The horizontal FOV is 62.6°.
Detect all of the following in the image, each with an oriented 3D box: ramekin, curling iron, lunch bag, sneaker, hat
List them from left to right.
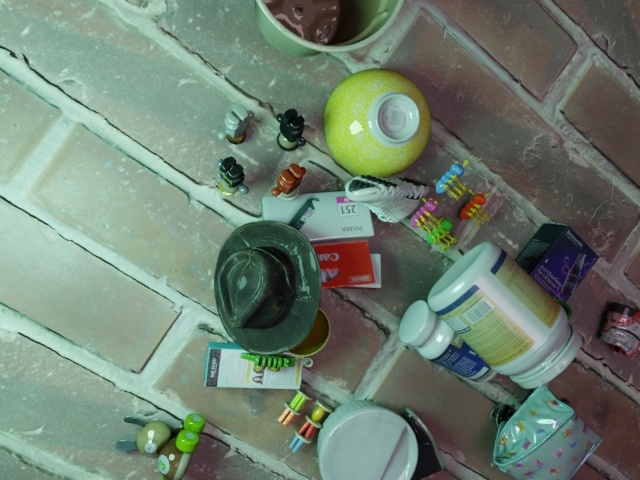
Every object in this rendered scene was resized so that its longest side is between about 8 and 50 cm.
[{"bbox_3d":[-0.154,0.117,1.214,0.332,0.134,0.331,2,94,24],"label":"hat"},{"bbox_3d":[0.115,0.559,1.416,0.273,0.127,0.272,-1,95,-14],"label":"ramekin"},{"bbox_3d":[0.170,-0.099,1.330,0.292,0.110,0.118,-2,113,-45],"label":"sneaker"},{"bbox_3d":[0.261,0.585,1.480,0.118,0.083,0.222,-30,103,-10],"label":"sneaker"},{"bbox_3d":[0.640,0.513,1.596,0.274,0.035,0.068,-4,97,-14],"label":"curling iron"},{"bbox_3d":[0.640,0.588,1.519,0.223,0.160,0.262,40,93,-29],"label":"lunch bag"},{"bbox_3d":[1.000,0.302,1.643,0.270,0.090,0.144,21,91,-12],"label":"sneaker"}]

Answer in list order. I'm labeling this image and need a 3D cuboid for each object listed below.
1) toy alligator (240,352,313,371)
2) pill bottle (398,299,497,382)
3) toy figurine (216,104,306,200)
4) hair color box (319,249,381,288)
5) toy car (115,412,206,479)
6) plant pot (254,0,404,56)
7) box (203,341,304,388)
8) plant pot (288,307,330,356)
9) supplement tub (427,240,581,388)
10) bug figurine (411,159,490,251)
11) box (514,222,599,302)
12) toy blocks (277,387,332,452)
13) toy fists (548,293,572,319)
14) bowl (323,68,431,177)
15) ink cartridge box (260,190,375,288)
[{"bbox_3d":[-0.102,0.300,1.307,0.190,0.051,0.056,10,93,-16],"label":"toy alligator"},{"bbox_3d":[0.357,0.272,1.436,0.265,0.153,0.153,27,89,-16],"label":"pill bottle"},{"bbox_3d":[-0.138,-0.203,1.247,0.210,0.148,0.212,2,77,-9],"label":"toy figurine"},{"bbox_3d":[0.072,0.079,1.382,0.167,0.053,0.093,5,77,-16],"label":"hair color box"},{"bbox_3d":[-0.399,0.495,1.276,0.189,0.149,0.154,21,101,-5],"label":"toy car"},{"bbox_3d":[-0.016,-0.555,1.173,0.334,0.305,0.333,-2,96,-14],"label":"plant pot"},{"bbox_3d":[-0.170,0.322,1.350,0.245,0.060,0.100,7,93,-15],"label":"box"},{"bbox_3d":[-0.051,0.219,1.353,0.134,0.095,0.134,-2,97,-14],"label":"plant pot"},{"bbox_3d":[0.448,0.183,1.294,0.228,0.228,0.316,-45,88,-7],"label":"supplement tub"},{"bbox_3d":[0.342,-0.088,1.395,0.216,0.072,0.279,-47,142,8],"label":"bug figurine"},{"bbox_3d":[0.667,0.073,1.521,0.153,0.108,0.207,39,86,-15],"label":"box"},{"bbox_3d":[-0.058,0.482,1.400,0.123,0.054,0.148,36,87,-16],"label":"toy blocks"},{"bbox_3d":[0.543,0.191,1.470,0.279,0.096,0.142,21,130,4],"label":"toy fists"},{"bbox_3d":[0.166,-0.300,1.326,0.290,0.156,0.289,-1,96,-15],"label":"bowl"},{"bbox_3d":[0.000,0.000,1.324,0.275,0.060,0.238,-5,74,-14],"label":"ink cartridge box"}]
